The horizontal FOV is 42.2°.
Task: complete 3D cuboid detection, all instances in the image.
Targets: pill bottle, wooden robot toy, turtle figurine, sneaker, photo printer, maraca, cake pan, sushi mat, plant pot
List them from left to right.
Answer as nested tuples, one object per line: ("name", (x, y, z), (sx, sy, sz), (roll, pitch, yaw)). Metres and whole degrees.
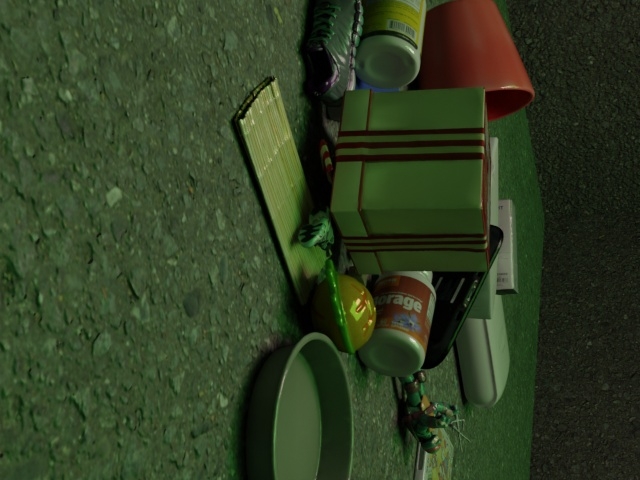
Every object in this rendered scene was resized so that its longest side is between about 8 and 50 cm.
("sushi mat", (-0.048, -0.071, 1.208), (0.151, 0.019, 0.316), (-63, 143, -50))
("cake pan", (-0.025, 0.276, 1.158), (0.293, 0.054, 0.293), (-4, 90, -68))
("sneaker", (0.000, 0.000, 1.237), (0.098, 0.038, 0.069), (-61, 141, -51))
("sneaker", (0.016, -0.332, 1.332), (0.098, 0.083, 0.223), (5, 82, -63))
("maraca", (0.031, 0.102, 1.253), (0.185, 0.099, 0.127), (67, 9, -62))
("wooden robot toy", (0.102, 0.015, 1.487), (0.173, 0.079, 0.076), (-60, 141, -55))
("pill bottle", (0.123, -0.377, 1.442), (0.119, 0.119, 0.208), (58, 35, -50))
("pill bottle", (0.145, 0.132, 1.519), (0.216, 0.121, 0.121), (-71, 149, -45))
("turtle figurine", (0.219, 0.344, 1.678), (0.175, 0.118, 0.234), (-30, 99, -82))
("plant pot", (0.345, -0.421, 1.960), (0.275, 0.275, 0.243), (12, 66, -67))
("photo printer", (0.444, 0.284, 2.260), (0.256, 0.107, 0.307), (-48, 131, -61))

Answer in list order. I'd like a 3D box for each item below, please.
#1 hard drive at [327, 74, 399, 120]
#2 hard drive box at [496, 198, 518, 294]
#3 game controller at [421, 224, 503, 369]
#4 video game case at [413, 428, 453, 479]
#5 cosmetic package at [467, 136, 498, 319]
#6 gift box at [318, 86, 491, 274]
("hard drive", (0.081, -0.319, 1.543), (0.319, 0.040, 0.210), (-8, 94, -68))
("hard drive box", (0.405, 0.020, 2.111), (0.089, 0.181, 0.232), (29, 61, -65))
("game controller", (0.244, 0.103, 1.617), (0.067, 0.166, 0.319), (38, 73, -32))
("video game case", (0.256, 0.513, 1.862), (0.227, 0.026, 0.206), (61, 33, -47))
("cosmetic package", (0.318, -0.024, 1.864), (0.217, 0.156, 0.385), (-72, 158, -43))
("gift box", (0.143, -0.103, 1.348), (0.255, 0.258, 0.276), (69, 24, -55))
